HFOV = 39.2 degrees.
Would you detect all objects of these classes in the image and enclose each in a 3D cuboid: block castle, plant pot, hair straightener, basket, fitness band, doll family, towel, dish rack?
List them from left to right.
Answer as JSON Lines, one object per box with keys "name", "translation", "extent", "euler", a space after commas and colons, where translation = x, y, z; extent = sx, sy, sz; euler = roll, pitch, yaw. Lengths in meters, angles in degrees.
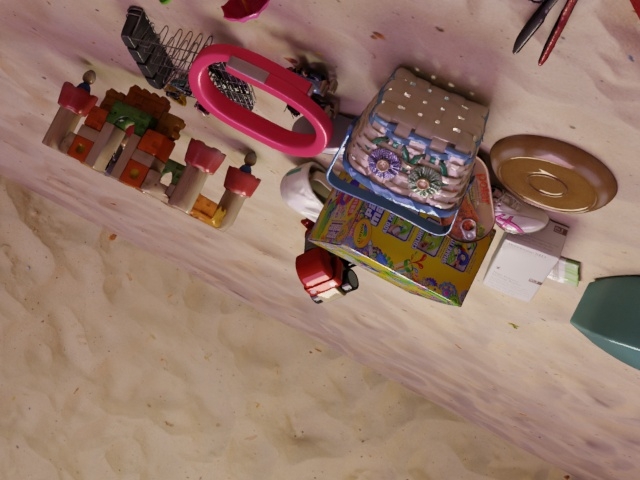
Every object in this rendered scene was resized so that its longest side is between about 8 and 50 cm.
{"name": "block castle", "translation": [-0.389, -0.214, 2.102], "extent": [0.453, 0.212, 0.303], "euler": [25, 177, 21]}
{"name": "dish rack", "translation": [-0.252, -0.347, 1.782], "extent": [0.272, 0.074, 0.208], "euler": [18, 161, 18]}
{"name": "fitness band", "translation": [-0.108, -0.256, 1.660], "extent": [0.291, 0.054, 0.209], "euler": [29, 157, -2]}
{"name": "doll family", "translation": [-0.032, -0.280, 1.680], "extent": [0.111, 0.076, 0.193], "euler": [25, 157, 14]}
{"name": "basket", "translation": [0.150, -0.142, 1.587], "extent": [0.255, 0.201, 0.289], "euler": [23, 148, 3]}
{"name": "hair straightener", "translation": [0.293, -0.316, 1.187], "extent": [0.089, 0.047, 0.230], "euler": [24, 162, 4]}
{"name": "towel", "translation": [0.496, 0.058, 1.989], "extent": [0.152, 0.023, 0.113], "euler": [17, 161, 23]}
{"name": "plant pot", "translation": [0.413, -0.110, 1.624], "extent": [0.236, 0.032, 0.236], "euler": [23, 162, 8]}
{"name": "plant pot", "translation": [0.658, 0.173, 1.887], "extent": [0.166, 0.165, 0.234], "euler": [37, 166, -32]}

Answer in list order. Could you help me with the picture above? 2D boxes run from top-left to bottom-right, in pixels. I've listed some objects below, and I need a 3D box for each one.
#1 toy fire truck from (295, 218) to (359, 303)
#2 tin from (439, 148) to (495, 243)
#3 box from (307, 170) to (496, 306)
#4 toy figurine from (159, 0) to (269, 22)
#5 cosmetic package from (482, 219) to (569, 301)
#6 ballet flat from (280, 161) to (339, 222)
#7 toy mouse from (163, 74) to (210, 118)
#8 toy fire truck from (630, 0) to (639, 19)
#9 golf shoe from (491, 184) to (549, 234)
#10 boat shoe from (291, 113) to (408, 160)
{"name": "toy fire truck", "translation": [0.000, 0.000, 2.209], "extent": [0.159, 0.217, 0.246], "euler": [-23, 130, 28]}
{"name": "tin", "translation": [0.273, -0.085, 1.705], "extent": [0.106, 0.040, 0.189], "euler": [-6, 115, 14]}
{"name": "box", "translation": [0.160, -0.010, 1.883], "extent": [0.279, 0.177, 0.290], "euler": [27, 176, -15]}
{"name": "toy figurine", "translation": [-0.149, -0.419, 1.435], "extent": [0.159, 0.130, 0.173], "euler": [20, 142, -29]}
{"name": "cosmetic package", "translation": [0.425, 0.035, 1.884], "extent": [0.117, 0.085, 0.231], "euler": [21, 156, 8]}
{"name": "ballet flat", "translation": [0.094, -0.053, 2.075], "extent": [0.400, 0.139, 0.139], "euler": [31, 161, -14]}
{"name": "toy mouse", "translation": [-0.273, -0.317, 1.947], "extent": [0.143, 0.031, 0.161], "euler": [5, 153, 47]}
{"name": "toy fire truck", "translation": [0.455, -0.278, 0.939], "extent": [0.254, 0.169, 0.302], "euler": [52, 152, -17]}
{"name": "golf shoe", "translation": [0.356, -0.065, 1.762], "extent": [0.186, 0.067, 0.086], "euler": [18, 159, 22]}
{"name": "boat shoe", "translation": [0.064, -0.187, 1.767], "extent": [0.258, 0.095, 0.084], "euler": [16, 156, 28]}
